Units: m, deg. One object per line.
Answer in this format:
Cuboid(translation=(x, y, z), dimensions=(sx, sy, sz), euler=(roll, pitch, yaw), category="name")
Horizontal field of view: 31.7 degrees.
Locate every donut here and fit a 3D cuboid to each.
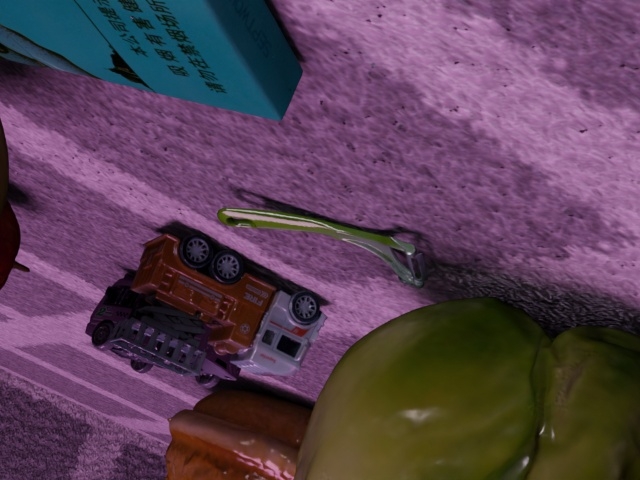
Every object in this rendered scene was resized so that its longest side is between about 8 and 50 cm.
Cuboid(translation=(-0.048, 0.371, 1.738), dimensions=(0.449, 0.198, 0.449), euler=(23, 163, 8), category="donut")

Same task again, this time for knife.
Cuboid(translation=(0.001, -0.002, 0.849), dimensions=(0.166, 0.022, 0.078), euler=(15, 155, 17), category="knife")

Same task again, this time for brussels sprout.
Cuboid(translation=(0.123, 0.165, 0.830), dimensions=(0.259, 0.294, 0.227), euler=(34, 150, 54), category="brussels sprout")

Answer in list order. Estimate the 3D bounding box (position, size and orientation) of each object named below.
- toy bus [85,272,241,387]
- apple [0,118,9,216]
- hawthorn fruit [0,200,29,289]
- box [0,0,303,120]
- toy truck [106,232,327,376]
Cuboid(translation=(-0.165, 0.096, 1.234), dimensions=(0.178, 0.098, 0.087), euler=(6, 157, 35), category="toy bus")
Cuboid(translation=(-0.327, -0.068, 0.701), dimensions=(0.257, 0.233, 0.295), euler=(61, 179, -1), category="apple")
Cuboid(translation=(-0.367, -0.003, 1.123), dimensions=(0.172, 0.148, 0.148), euler=(18, 167, -29), category="hawthorn fruit")
Cuboid(translation=(-0.136, -0.136, 0.590), dimensions=(0.226, 0.042, 0.161), euler=(15, 161, 23), category="box")
Cuboid(translation=(-0.092, 0.076, 1.046), dimensions=(0.178, 0.115, 0.080), euler=(27, 162, -18), category="toy truck")
